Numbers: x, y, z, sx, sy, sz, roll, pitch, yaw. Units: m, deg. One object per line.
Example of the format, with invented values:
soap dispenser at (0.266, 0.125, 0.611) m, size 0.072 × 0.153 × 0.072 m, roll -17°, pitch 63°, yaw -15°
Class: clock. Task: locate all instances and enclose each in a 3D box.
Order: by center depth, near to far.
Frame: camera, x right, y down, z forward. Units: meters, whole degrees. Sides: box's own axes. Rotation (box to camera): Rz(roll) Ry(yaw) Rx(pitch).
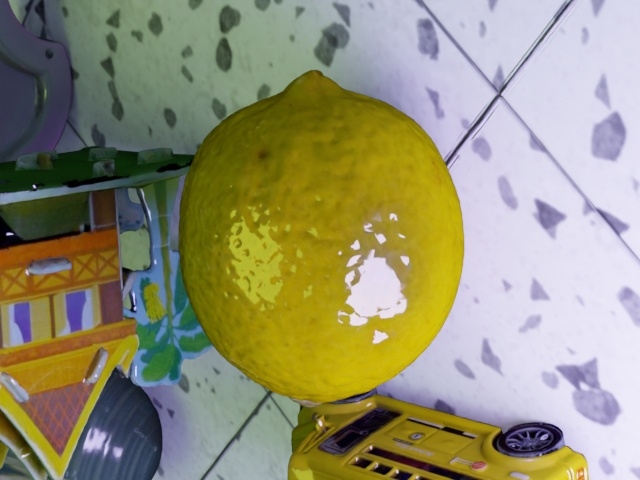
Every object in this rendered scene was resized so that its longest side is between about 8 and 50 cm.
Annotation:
clock at (-0.414, -0.118, 1.642) m, size 0.102 × 0.338 × 0.338 m, roll 15°, pitch 119°, yaw 40°

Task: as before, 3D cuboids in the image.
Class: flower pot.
flower pot at (-0.298, 0.215, 1.786) m, size 0.243 × 0.157 × 0.189 m, roll 18°, pitch 143°, yaw 8°

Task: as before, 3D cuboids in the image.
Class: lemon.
lemon at (0.000, 0.000, 1.330) m, size 0.267 × 0.267 × 0.267 m, roll 24°, pitch 125°, yaw 39°

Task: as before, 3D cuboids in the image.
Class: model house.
model house at (-0.276, 0.066, 1.571) m, size 0.242 × 0.357 × 0.313 m, roll 10°, pitch 106°, yaw 42°

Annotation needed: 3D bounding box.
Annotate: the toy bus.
toy bus at (0.084, 0.232, 1.419) m, size 0.331 × 0.151 × 0.145 m, roll 10°, pitch 118°, yaw 44°
